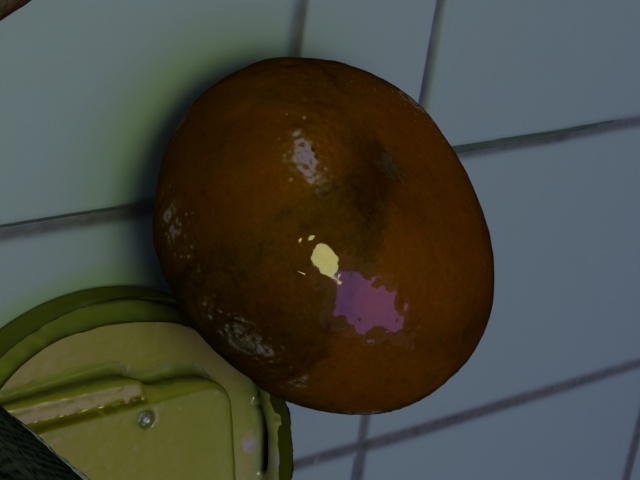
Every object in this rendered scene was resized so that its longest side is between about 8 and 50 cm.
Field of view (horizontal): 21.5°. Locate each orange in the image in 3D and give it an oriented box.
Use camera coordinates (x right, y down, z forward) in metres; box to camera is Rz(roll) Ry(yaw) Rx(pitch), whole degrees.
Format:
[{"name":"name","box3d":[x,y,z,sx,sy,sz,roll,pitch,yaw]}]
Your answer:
[{"name":"orange","box3d":[0.000,0.000,1.079,0.240,0.240,0.171,11,144,-45]}]

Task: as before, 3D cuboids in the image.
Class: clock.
[{"name":"clock","box3d":[-0.146,0.165,1.142,0.293,0.071,0.277,-6,106,-35]}]

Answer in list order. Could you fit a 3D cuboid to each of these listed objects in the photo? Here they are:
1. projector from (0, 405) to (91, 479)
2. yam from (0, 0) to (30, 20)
[{"name":"projector","box3d":[-0.303,0.208,0.777,0.395,0.405,0.242,-50,137,-8]},{"name":"yam","box3d":[-0.219,-0.120,0.926,0.264,0.046,0.046,-37,134,-21]}]
